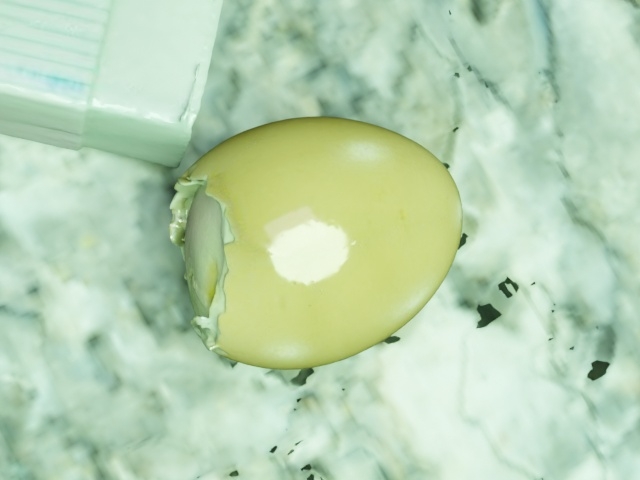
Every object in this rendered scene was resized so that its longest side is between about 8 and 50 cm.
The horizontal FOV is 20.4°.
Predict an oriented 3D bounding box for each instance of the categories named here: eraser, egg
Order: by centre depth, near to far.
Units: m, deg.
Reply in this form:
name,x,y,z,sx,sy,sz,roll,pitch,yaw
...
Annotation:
name,x,y,z,sx,sy,sz,roll,pitch,yaw
egg,0.000,0.000,0.567,0.096,0.080,0.080,-6,79,-20
eraser,-0.144,-0.096,0.576,0.225,0.052,0.095,12,74,-7
